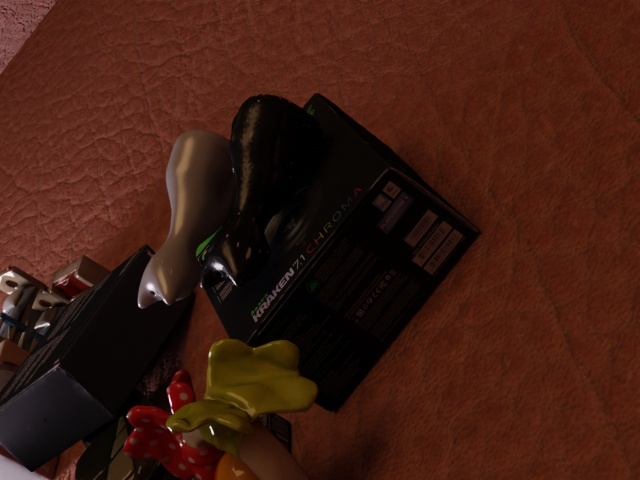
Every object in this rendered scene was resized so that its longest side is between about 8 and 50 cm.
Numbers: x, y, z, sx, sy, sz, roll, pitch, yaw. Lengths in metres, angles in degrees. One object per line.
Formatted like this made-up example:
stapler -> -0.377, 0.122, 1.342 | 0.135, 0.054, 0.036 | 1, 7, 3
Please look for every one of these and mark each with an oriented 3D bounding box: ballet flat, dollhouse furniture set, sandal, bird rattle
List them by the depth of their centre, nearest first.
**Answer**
bird rattle -> -0.090, 0.212, 1.299 | 0.143, 0.207, 0.253 | -36, -6, -36
sandal -> -0.218, 0.247, 1.599 | 0.120, 0.086, 0.303 | -41, 10, -2
dollhouse furniture set -> -0.411, 0.106, 2.004 | 0.183, 0.129, 0.129 | -28, 38, 42
ballet flat -> -0.486, 0.195, 2.094 | 0.072, 0.068, 0.213 | -18, 46, 50

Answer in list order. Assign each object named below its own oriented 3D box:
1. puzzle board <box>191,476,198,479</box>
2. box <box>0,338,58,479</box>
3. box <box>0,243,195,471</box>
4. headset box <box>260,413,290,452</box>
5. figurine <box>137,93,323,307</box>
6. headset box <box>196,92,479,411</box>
puzzle board -> -0.127, 0.287, 1.478 | 0.096, 0.011, 0.128 | -56, 28, 0
box -> -0.428, 0.249, 1.874 | 0.091, 0.130, 0.170 | -33, 36, 36
box -> -0.293, 0.147, 1.727 | 0.184, 0.103, 0.261 | -37, 14, 36
headset box -> -0.063, 0.229, 1.414 | 0.062, 0.032, 0.083 | -41, 32, 28
figurine -> -0.110, -0.027, 1.434 | 0.215, 0.092, 0.209 | -19, 48, 51
headset box -> 0.000, 0.000, 1.459 | 0.246, 0.131, 0.283 | -51, 27, 8
